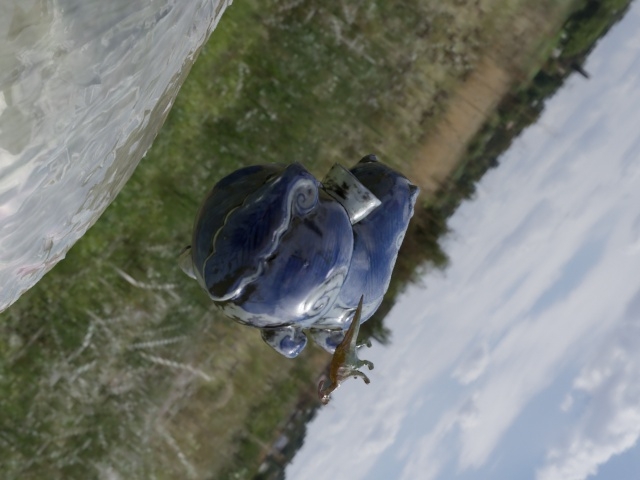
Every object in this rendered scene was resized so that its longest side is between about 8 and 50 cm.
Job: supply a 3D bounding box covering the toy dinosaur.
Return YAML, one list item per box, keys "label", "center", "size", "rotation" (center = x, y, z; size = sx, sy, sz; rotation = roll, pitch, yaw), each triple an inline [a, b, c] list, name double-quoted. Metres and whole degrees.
- label: "toy dinosaur"
  center: [0.030, 0.099, 0.837]
  size: [0.113, 0.041, 0.026]
  rotation: [-66, -150, 21]

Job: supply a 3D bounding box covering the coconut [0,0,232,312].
- label: "coconut"
  center: [-0.200, -0.150, 0.425]
  size: [0.404, 0.405, 0.404]
  rotation: [-52, 177, -4]

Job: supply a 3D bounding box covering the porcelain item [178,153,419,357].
- label: "porcelain item"
  center: [0.000, 0.000, 0.869]
  size: [0.186, 0.138, 0.288]
  rotation: [-53, 158, 6]
